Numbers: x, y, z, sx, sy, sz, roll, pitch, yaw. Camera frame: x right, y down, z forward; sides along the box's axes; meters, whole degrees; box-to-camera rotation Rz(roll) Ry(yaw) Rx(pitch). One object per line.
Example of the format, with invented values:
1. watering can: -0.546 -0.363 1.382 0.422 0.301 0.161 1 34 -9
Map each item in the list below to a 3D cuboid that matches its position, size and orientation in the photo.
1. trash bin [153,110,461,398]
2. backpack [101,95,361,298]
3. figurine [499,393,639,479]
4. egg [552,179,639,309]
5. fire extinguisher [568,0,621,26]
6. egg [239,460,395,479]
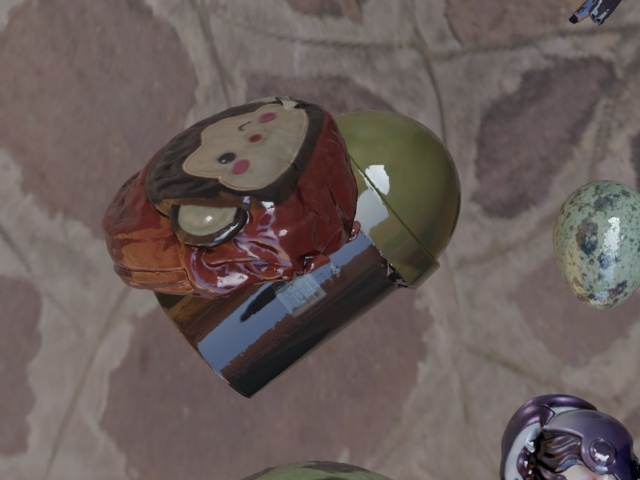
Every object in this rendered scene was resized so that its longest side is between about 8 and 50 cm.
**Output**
1. trash bin: 0.000 0.000 1.622 0.334 0.214 0.214 -41 109 7
2. backpack: -0.082 -0.025 1.301 0.229 0.229 0.138 -20 117 3
3. figurine: 0.311 0.243 1.717 0.222 0.145 0.145 2 113 21
4. egg: 0.362 0.006 1.939 0.132 0.132 0.172 13 69 -9
5. fire extinguisher: 0.315 -0.313 1.596 0.102 0.344 0.138 40 117 -10
6. egg: 0.016 0.432 1.761 0.428 0.345 0.345 14 111 -30
